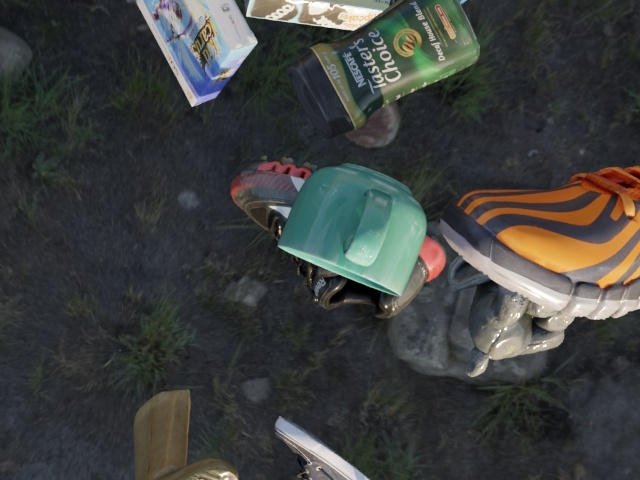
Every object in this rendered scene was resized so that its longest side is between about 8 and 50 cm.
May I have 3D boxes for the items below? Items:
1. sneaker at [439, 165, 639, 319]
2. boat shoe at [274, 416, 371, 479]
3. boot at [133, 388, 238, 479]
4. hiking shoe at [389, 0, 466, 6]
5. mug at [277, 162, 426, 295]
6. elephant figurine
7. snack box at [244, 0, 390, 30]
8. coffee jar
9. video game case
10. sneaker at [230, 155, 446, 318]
[{"bbox_3d":[0.241,-0.044,0.537,0.321,0.124,0.180,4,120,-31],"label":"sneaker"},{"bbox_3d":[0.002,0.389,1.265,0.228,0.080,0.076,40,80,-16],"label":"boat shoe"},{"bbox_3d":[-0.237,0.344,1.236,0.236,0.269,0.089,-36,120,15],"label":"boot"},{"bbox_3d":[0.223,-0.444,1.193,0.304,0.132,0.113,-38,97,1],"label":"hiking shoe"},{"bbox_3d":[0.043,-0.013,0.704,0.129,0.158,0.097,26,84,-38],"label":"mug"},{"bbox_3d":[0.295,0.063,1.198,0.186,0.169,0.239,-9,41,-5],"label":"elephant figurine"},{"bbox_3d":[0.007,-0.498,1.467,0.322,0.060,0.187,3,52,-17],"label":"snack box"},{"bbox_3d":[0.061,-0.182,0.762,0.184,0.079,0.096,-30,100,3],"label":"coffee jar"},{"bbox_3d":[-0.240,-0.412,1.395,0.061,0.269,0.244,-29,91,-27],"label":"video game case"},{"bbox_3d":[0.000,0.000,0.862,0.276,0.097,0.135,27,62,12],"label":"sneaker"}]
